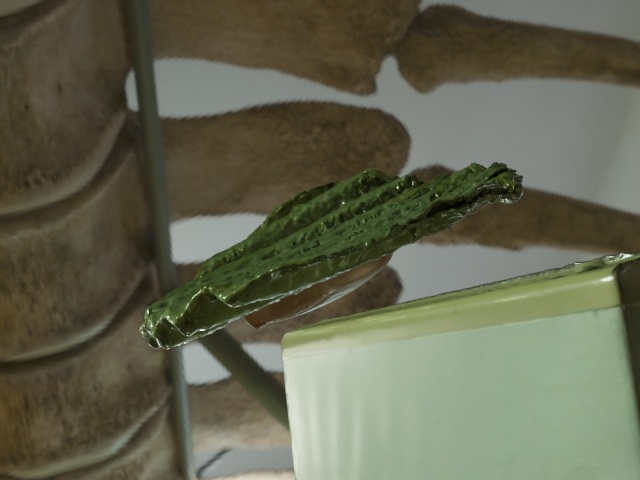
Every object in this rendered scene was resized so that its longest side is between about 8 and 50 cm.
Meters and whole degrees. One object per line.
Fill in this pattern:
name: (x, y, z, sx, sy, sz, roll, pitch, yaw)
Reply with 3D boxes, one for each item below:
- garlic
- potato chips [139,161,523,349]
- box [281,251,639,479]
garlic: (-0.022, 0.041, 1.778, 0.318, 0.143, 0.112, -30, -13, 32)
potato chips: (0.000, 0.000, 1.093, 0.429, 0.358, 0.070, -26, -80, -28)
box: (0.067, 0.124, 0.483, 0.045, 0.211, 0.270, -3, -10, -29)
